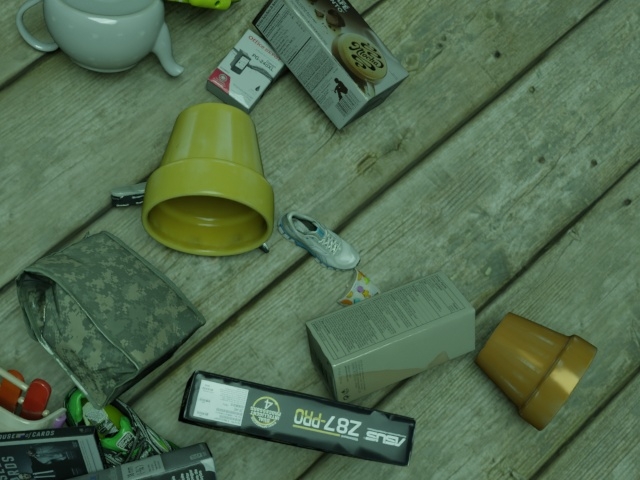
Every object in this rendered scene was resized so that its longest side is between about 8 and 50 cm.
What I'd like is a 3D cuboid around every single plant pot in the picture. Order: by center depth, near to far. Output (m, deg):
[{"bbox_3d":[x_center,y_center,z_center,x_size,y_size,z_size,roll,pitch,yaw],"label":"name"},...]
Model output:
[{"bbox_3d":[-0.215,-0.128,1.723,0.254,0.254,0.239,5,62,-9],"label":"plant pot"},{"bbox_3d":[0.427,0.251,1.787,0.188,0.205,0.205,34,74,14],"label":"plant pot"}]

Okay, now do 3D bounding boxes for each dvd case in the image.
[{"bbox_3d":[-0.505,0.410,1.567,0.239,0.179,0.029,-5,34,0],"label":"dvd case"}]

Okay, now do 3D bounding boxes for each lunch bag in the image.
[{"bbox_3d":[-0.401,0.128,1.619,0.287,0.169,0.235,48,30,2],"label":"lunch bag"}]

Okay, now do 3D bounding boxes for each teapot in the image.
[{"bbox_3d":[-0.442,-0.427,1.768,0.252,0.187,0.256,-26,58,-35],"label":"teapot"}]

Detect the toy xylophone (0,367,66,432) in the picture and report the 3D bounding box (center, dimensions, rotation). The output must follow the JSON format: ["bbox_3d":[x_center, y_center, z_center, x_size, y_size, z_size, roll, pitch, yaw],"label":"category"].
[{"bbox_3d":[-0.608,0.273,1.574,0.323,0.236,0.081,35,31,-1],"label":"toy xylophone"}]

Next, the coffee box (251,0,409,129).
[{"bbox_3d":[0.021,-0.405,1.845,0.297,0.119,0.168,51,47,2],"label":"coffee box"}]

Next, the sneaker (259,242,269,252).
[{"bbox_3d":[-0.143,0.003,1.809,0.083,0.031,0.035,38,81,8],"label":"sneaker"}]

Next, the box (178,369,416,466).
[{"bbox_3d":[-0.058,0.328,1.607,0.395,0.318,0.097,14,78,-9],"label":"box"}]

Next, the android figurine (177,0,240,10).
[{"bbox_3d":[-0.292,-0.550,1.790,0.273,0.056,0.248,-3,45,-47],"label":"android figurine"}]

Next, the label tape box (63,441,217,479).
[{"bbox_3d":[-0.332,0.521,1.530,0.334,0.106,0.240,-13,99,-15],"label":"label tape box"}]

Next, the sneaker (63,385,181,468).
[{"bbox_3d":[-0.351,0.402,1.627,0.343,0.146,0.134,40,75,-1],"label":"sneaker"}]

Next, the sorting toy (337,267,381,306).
[{"bbox_3d":[0.089,0.110,1.827,0.075,0.045,0.083,33,74,-22],"label":"sorting toy"}]

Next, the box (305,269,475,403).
[{"bbox_3d":[0.142,0.191,1.744,0.311,0.121,0.148,-19,40,-13],"label":"box"}]

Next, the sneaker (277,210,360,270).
[{"bbox_3d":[0.000,0.000,1.807,0.191,0.083,0.071,29,73,-5],"label":"sneaker"}]

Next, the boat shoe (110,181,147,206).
[{"bbox_3d":[-0.364,-0.092,1.781,0.125,0.046,0.038,-9,124,-23],"label":"boat shoe"}]

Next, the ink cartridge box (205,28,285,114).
[{"bbox_3d":[-0.156,-0.357,1.860,0.109,0.063,0.150,36,75,-2],"label":"ink cartridge box"}]
